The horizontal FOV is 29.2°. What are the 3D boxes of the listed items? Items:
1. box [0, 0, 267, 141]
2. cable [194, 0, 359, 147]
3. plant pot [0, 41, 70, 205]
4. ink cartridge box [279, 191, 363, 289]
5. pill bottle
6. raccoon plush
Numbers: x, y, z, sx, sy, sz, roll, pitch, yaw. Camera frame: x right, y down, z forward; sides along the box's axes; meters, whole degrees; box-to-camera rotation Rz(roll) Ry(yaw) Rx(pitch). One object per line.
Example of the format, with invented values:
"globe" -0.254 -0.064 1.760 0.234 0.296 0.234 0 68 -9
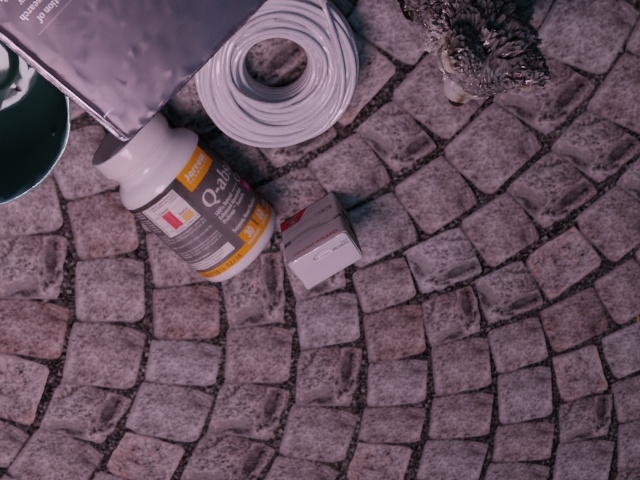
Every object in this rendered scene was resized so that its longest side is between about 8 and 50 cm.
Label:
"box" -0.327 -0.445 1.551 0.297 0.480 0.472 -42 115 12
"cable" -0.069 -0.273 1.901 0.257 0.089 0.257 -28 118 8
"plant pot" -0.505 -0.226 1.778 0.293 0.235 0.293 -4 118 -7
"ink cartridge box" 0.000 0.000 2.016 0.109 0.150 0.063 -31 117 8
"pill bottle" -0.214 -0.075 1.941 0.162 0.162 0.278 -40 116 12
"raccoon plush" 0.229 -0.415 1.750 0.216 0.299 0.447 -5 117 -5
